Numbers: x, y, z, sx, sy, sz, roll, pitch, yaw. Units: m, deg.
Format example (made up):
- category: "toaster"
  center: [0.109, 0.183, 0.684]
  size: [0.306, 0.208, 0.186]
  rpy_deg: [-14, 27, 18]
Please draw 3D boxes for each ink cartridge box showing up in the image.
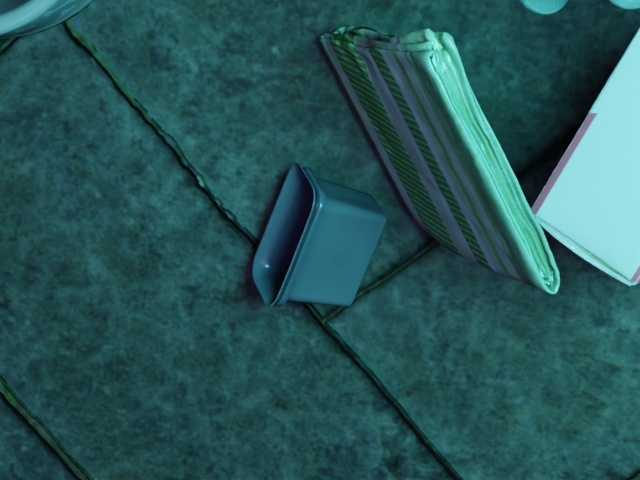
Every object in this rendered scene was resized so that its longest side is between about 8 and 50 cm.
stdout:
- category: "ink cartridge box"
  center: [0.321, -0.096, 1.716]
  size: [0.117, 0.283, 0.207]
  rpy_deg: [35, 113, 15]

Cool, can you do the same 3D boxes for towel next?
- category: "towel"
  center: [0.105, -0.086, 1.758]
  size: [0.038, 0.325, 0.248]
  rpy_deg: [-30, 104, -10]

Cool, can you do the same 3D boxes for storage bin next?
- category: "storage bin"
  center: [0.000, 0.000, 1.926]
  size: [0.091, 0.098, 0.135]
  rpy_deg: [13, 114, -24]

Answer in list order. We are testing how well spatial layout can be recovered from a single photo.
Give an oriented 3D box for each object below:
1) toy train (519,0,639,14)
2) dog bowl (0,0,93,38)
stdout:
- category: "toy train"
  center: [0.276, -0.303, 1.639]
  size: [0.142, 0.334, 0.190]
  rpy_deg: [6, 109, 51]
- category: "dog bowl"
  center: [-0.344, -0.351, 1.848]
  size: [0.348, 0.102, 0.349]
  rpy_deg: [4, 111, 10]
